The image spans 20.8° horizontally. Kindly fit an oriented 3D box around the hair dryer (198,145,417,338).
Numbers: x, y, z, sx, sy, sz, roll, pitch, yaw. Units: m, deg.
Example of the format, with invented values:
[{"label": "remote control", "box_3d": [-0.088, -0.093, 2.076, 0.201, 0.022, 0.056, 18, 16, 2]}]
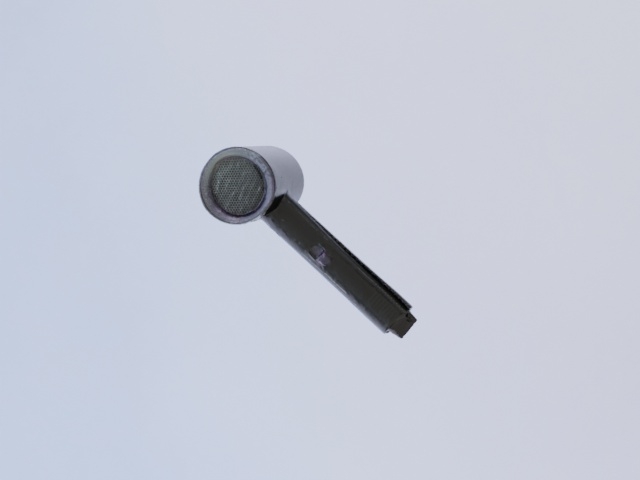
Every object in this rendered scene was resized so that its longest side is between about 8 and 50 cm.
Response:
[{"label": "hair dryer", "box_3d": [0.000, 0.000, 0.573, 0.026, 0.083, 0.047, -51, -8, 13]}]
